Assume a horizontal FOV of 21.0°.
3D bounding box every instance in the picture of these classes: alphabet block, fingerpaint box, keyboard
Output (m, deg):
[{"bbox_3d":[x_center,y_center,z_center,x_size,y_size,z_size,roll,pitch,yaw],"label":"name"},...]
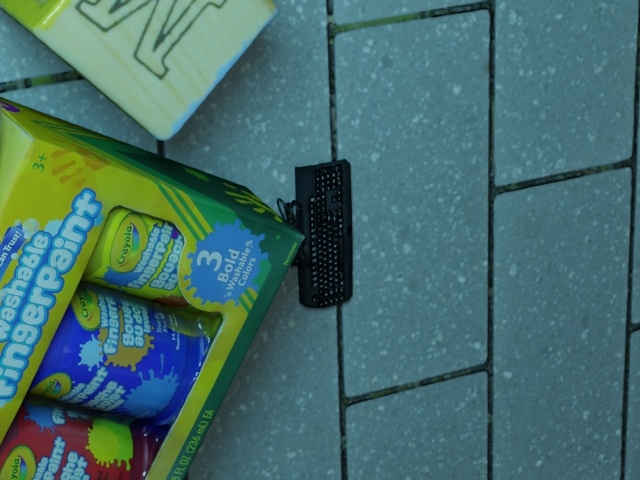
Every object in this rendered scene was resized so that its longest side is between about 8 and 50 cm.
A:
[{"bbox_3d":[-0.201,-0.253,1.825,0.193,0.192,0.197,-51,124,-3],"label":"alphabet block"},{"bbox_3d":[-0.283,0.112,1.920,0.371,0.163,0.445,20,101,-37],"label":"fingerpaint box"},{"bbox_3d":[0.000,0.000,2.118,0.100,0.038,0.192,-12,114,-22],"label":"keyboard"}]
